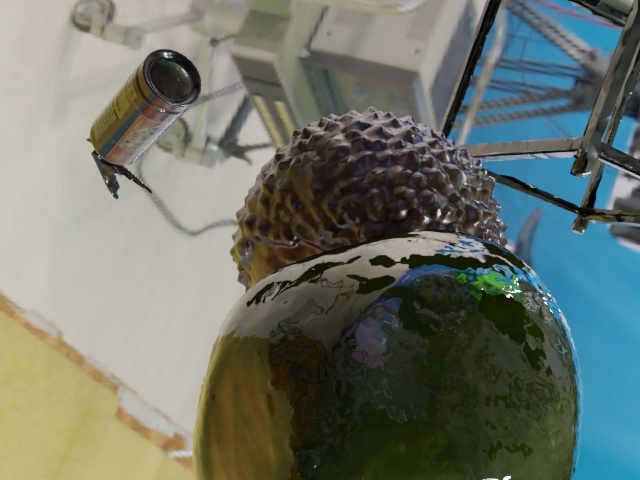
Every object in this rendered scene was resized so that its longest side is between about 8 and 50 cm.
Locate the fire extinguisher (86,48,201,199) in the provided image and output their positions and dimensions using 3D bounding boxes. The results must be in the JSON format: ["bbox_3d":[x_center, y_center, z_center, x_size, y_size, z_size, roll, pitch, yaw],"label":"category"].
[{"bbox_3d":[-0.224,-0.123,1.233,0.075,0.106,0.252,-27,175,-41],"label":"fire extinguisher"}]

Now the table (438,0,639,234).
[{"bbox_3d":[0.304,-0.155,1.027,0.272,0.222,0.335,-70,-164,-2],"label":"table"}]

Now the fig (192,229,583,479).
[{"bbox_3d":[0.029,0.117,0.496,0.195,0.195,0.245,8,81,-69],"label":"fig"}]

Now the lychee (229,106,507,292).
[{"bbox_3d":[0.040,-0.004,0.696,0.188,0.188,0.188,-51,150,-45],"label":"lychee"}]
